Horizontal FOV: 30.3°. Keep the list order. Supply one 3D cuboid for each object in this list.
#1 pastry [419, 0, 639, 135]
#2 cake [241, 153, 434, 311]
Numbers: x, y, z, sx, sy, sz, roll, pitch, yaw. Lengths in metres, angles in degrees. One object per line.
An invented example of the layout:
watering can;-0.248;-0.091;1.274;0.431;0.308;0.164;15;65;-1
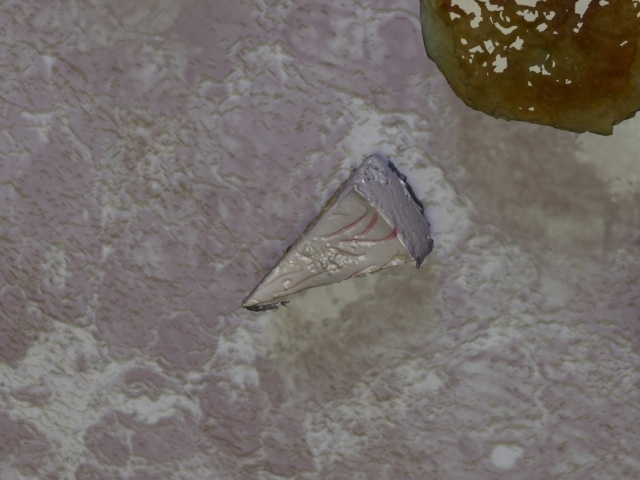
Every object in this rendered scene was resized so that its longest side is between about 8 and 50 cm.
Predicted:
pastry;0.121;-0.125;0.593;0.153;0.081;0.153;6;110;16
cake;0.000;0.000;0.710;0.121;0.052;0.065;-21;110;27
